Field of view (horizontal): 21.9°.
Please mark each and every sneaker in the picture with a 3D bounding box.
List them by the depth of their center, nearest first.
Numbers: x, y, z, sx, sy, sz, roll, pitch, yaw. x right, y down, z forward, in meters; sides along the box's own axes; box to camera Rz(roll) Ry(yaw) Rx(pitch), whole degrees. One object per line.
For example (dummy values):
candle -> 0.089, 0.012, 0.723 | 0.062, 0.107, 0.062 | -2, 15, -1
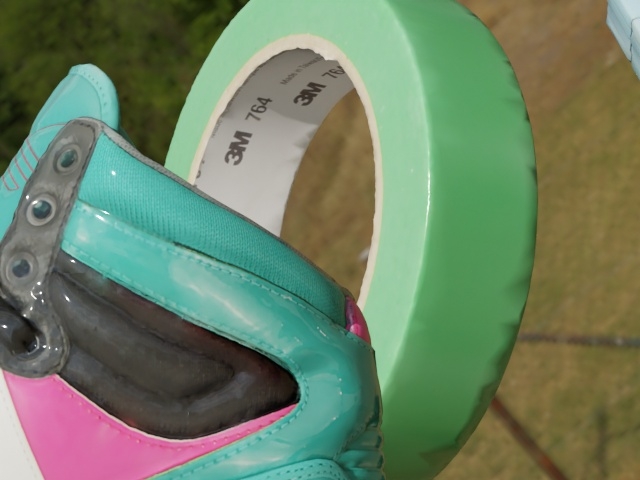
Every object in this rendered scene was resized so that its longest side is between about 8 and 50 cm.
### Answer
sneaker -> -0.113, 0.030, 0.510 | 0.124, 0.295, 0.179 | 120, 161, -79

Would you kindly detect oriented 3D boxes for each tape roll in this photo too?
tape roll -> 0.000, 0.000, 0.993 | 0.321, 0.077, 0.321 | -21, 65, 56

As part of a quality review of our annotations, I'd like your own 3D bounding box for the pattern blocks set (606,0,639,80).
pattern blocks set -> 0.261, -0.053, 0.461 | 0.324, 0.026, 0.285 | -18, 44, -13
